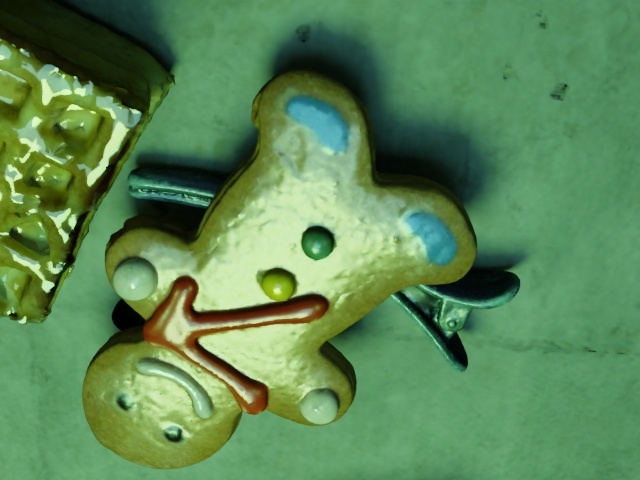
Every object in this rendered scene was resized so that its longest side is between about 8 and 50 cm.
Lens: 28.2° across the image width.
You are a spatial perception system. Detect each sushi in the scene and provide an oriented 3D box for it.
[{"bbox_3d":[-0.107,0.046,0.928,0.083,0.044,0.046,-25,140,22],"label":"sushi"}]

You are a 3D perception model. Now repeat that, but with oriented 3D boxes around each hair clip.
[{"bbox_3d":[0.000,0.000,0.883,0.275,0.048,0.083,26,121,-7],"label":"hair clip"}]

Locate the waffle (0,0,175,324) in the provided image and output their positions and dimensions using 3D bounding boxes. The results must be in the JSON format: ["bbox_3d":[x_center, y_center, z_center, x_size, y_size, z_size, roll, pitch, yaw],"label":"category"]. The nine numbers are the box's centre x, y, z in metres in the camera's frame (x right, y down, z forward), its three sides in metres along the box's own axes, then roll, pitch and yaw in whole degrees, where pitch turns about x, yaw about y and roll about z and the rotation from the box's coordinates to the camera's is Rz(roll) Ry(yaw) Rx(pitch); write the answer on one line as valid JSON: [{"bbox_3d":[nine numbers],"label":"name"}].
[{"bbox_3d":[-0.272,-0.088,0.814,0.308,0.091,0.213,26,123,-11],"label":"waffle"}]

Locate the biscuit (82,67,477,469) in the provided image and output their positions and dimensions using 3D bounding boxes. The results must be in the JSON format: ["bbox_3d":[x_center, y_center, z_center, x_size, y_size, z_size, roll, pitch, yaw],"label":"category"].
[{"bbox_3d":[-0.048,0.050,0.865,0.205,0.049,0.324,42,115,-14],"label":"biscuit"}]
